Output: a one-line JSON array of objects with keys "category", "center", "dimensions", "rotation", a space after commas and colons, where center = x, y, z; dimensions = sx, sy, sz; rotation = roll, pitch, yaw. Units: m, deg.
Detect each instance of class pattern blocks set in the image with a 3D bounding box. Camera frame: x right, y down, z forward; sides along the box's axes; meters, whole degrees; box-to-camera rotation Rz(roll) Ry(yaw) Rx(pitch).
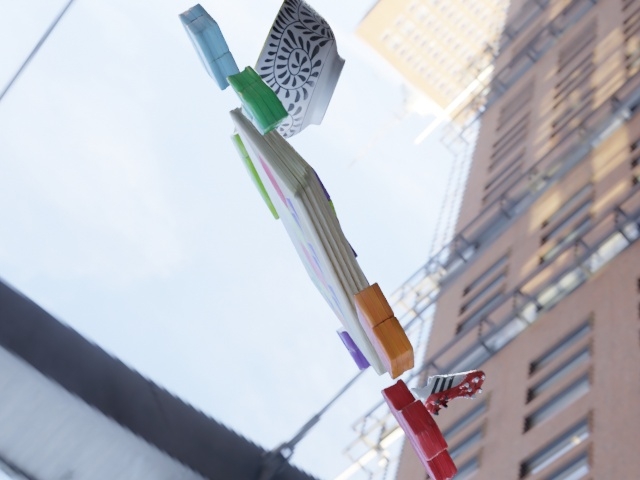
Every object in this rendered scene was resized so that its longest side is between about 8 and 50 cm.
[{"category": "pattern blocks set", "center": [0.000, 0.000, 0.759], "dimensions": [0.285, 0.026, 0.325], "rotation": [54, 172, 44]}]

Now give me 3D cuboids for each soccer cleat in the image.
[{"category": "soccer cleat", "center": [0.118, 0.134, 1.006], "dimensions": [0.083, 0.029, 0.036], "rotation": [-21, -141, -36]}]

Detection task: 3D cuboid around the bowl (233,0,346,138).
[{"category": "bowl", "center": [-0.024, -0.166, 1.132], "dimensions": [0.080, 0.170, 0.170], "rotation": [22, -147, -1]}]
